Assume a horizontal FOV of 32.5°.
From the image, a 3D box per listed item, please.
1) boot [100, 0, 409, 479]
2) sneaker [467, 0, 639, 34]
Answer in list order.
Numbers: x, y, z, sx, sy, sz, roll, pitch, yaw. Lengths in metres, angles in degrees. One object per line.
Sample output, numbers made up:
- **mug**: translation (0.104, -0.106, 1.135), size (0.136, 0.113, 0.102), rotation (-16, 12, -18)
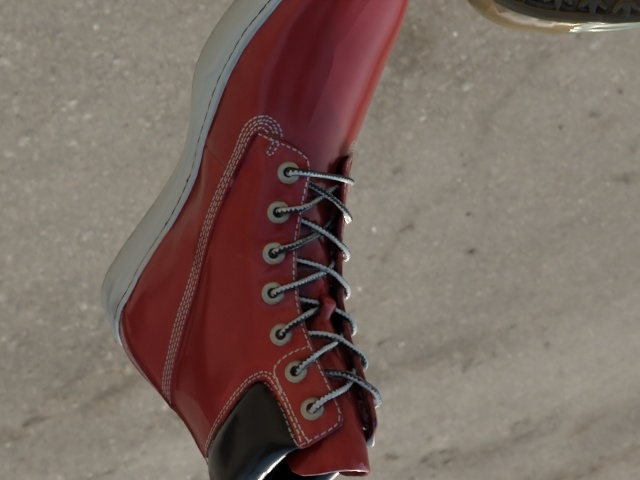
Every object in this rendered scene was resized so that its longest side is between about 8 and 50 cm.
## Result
- **boot**: translation (0.000, 0.000, 0.481), size (0.088, 0.176, 0.244), rotation (8, 120, -40)
- **sneaker**: translation (0.141, -0.115, 0.451), size (0.192, 0.064, 0.086), rotation (-15, 176, -9)
